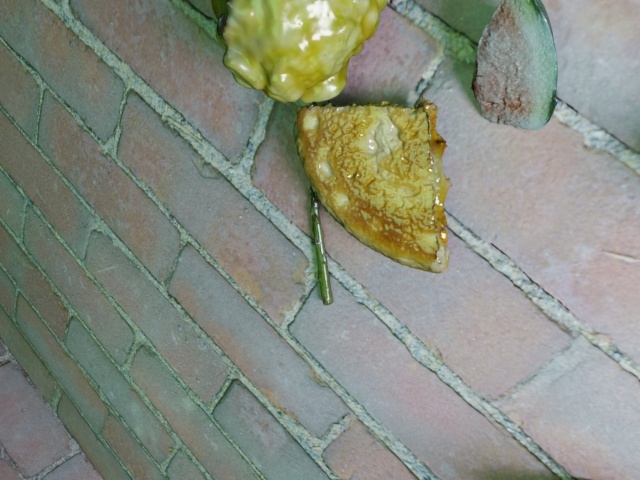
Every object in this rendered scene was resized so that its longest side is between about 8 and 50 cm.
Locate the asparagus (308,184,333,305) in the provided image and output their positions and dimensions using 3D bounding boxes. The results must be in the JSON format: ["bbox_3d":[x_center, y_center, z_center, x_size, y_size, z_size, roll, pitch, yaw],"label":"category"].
[{"bbox_3d":[0.000,0.000,0.757,0.025,0.024,0.248,-8,103,-9],"label":"asparagus"}]

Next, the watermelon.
[{"bbox_3d":[0.233,-0.216,0.498,0.094,0.081,0.180,2,143,13],"label":"watermelon"}]

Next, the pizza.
[{"bbox_3d":[0.097,-0.104,0.624,0.335,0.086,0.226,48,119,9],"label":"pizza"}]

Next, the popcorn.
[{"bbox_3d":[-0.040,-0.330,0.562,0.252,0.215,0.286,7,94,33],"label":"popcorn"}]
